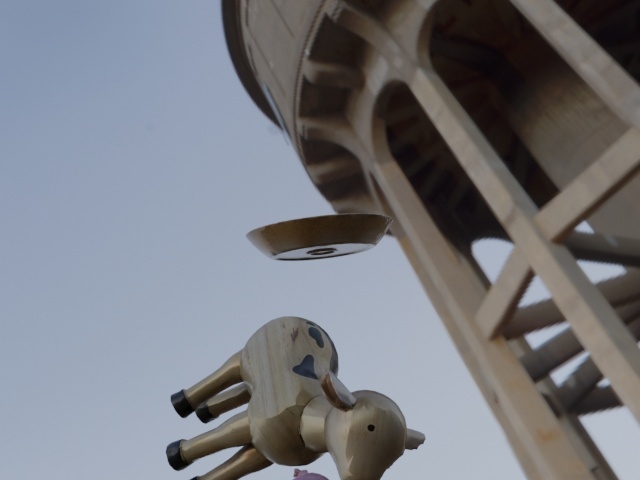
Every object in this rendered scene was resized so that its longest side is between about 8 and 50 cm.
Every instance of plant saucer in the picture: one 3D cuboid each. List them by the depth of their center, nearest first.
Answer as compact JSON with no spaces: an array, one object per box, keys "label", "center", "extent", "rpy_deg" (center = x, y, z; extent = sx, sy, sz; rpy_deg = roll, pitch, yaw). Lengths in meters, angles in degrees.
[{"label":"plant saucer","center":[0.000,0.000,0.491],"extent":[0.083,0.015,0.083],"rpy_deg":[-6,-8,-1]}]

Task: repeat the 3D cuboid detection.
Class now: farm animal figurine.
[{"label":"farm animal figurine","center":[0.022,0.193,0.473],"extent":[0.172,0.330,0.327],"rpy_deg":[-29,-9,11]}]
